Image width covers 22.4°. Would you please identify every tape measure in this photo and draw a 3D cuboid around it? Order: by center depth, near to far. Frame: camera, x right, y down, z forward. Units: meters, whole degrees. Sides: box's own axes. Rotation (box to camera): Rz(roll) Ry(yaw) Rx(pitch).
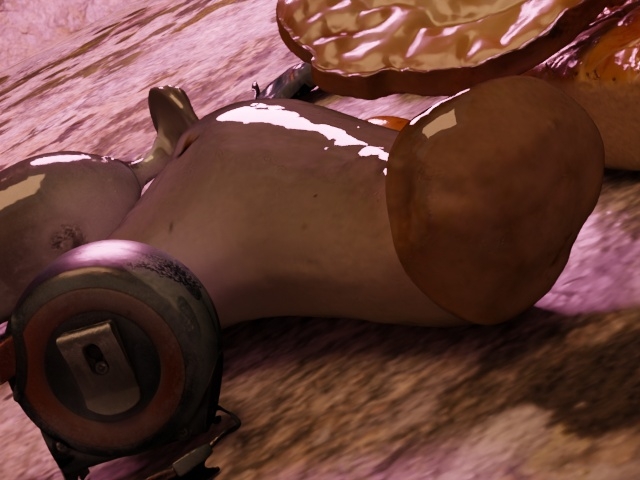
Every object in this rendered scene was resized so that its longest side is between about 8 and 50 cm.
[{"bbox_3d":[-0.110,0.075,0.690,0.104,0.107,0.180,-15,17,28],"label":"tape measure"}]

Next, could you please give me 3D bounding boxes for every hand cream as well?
[{"bbox_3d":[0.038,-0.177,1.318,0.248,0.052,0.075,-32,-2,17],"label":"hand cream"}]

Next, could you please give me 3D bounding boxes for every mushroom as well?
[{"bbox_3d":[0.000,0.000,0.783,0.328,0.122,0.159,-4,64,57],"label":"mushroom"}]

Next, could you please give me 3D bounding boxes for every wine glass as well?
[{"bbox_3d":[-0.176,-0.015,1.109,0.222,0.103,0.103,-33,16,-18],"label":"wine glass"}]

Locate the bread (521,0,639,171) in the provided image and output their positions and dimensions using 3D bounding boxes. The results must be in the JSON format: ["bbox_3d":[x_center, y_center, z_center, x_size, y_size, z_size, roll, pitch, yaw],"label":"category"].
[{"bbox_3d":[0.187,-0.088,0.790,0.125,0.068,0.188,-33,16,-16],"label":"bread"}]

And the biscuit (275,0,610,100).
[{"bbox_3d":[0.091,-0.159,0.868,0.203,0.041,0.260,15,52,45],"label":"biscuit"}]

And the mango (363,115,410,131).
[{"bbox_3d":[0.040,-0.045,0.939,0.060,0.046,0.089,-28,20,-6],"label":"mango"}]
